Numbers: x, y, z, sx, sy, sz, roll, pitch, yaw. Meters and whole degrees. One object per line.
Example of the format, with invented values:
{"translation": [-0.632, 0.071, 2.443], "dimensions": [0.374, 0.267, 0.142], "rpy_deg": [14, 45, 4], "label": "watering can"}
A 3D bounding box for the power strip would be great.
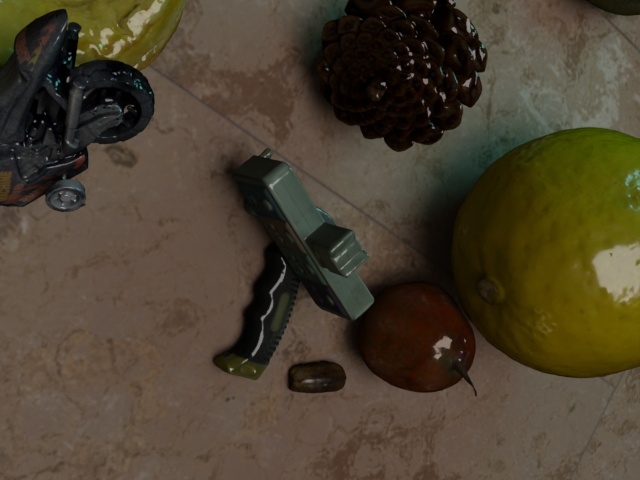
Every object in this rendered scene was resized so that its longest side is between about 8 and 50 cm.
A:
{"translation": [0.000, 0.000, 1.314], "dimensions": [0.061, 0.145, 0.216], "rpy_deg": [-42, 119, -17], "label": "power strip"}

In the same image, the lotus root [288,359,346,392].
{"translation": [0.000, 0.174, 1.469], "dimensions": [0.083, 0.030, 0.037], "rpy_deg": [1, 99, -34], "label": "lotus root"}

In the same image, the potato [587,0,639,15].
{"translation": [0.412, -0.397, 1.542], "dimensions": [0.235, 0.160, 0.178], "rpy_deg": [23, 63, -24], "label": "potato"}

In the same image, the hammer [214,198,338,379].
{"translation": [-0.054, 0.060, 1.403], "dimensions": [0.159, 0.041, 0.226], "rpy_deg": [23, 87, -32], "label": "hammer"}

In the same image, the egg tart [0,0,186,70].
{"translation": [-0.269, -0.293, 1.135], "dimensions": [0.315, 0.120, 0.315], "rpy_deg": [-13, 114, -32], "label": "egg tart"}

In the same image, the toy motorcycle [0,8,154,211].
{"translation": [-0.306, -0.098, 1.090], "dimensions": [0.307, 0.108, 0.173], "rpy_deg": [-30, 140, 21], "label": "toy motorcycle"}

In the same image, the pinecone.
{"translation": [0.101, -0.214, 1.364], "dimensions": [0.207, 0.208, 0.208], "rpy_deg": [-8, 104, -31], "label": "pinecone"}

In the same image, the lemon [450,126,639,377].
{"translation": [0.330, 0.017, 1.472], "dimensions": [0.348, 0.348, 0.348], "rpy_deg": [-8, 104, -31], "label": "lemon"}

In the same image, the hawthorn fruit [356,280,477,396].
{"translation": [0.142, 0.128, 1.470], "dimensions": [0.149, 0.189, 0.149], "rpy_deg": [-40, 138, -49], "label": "hawthorn fruit"}
